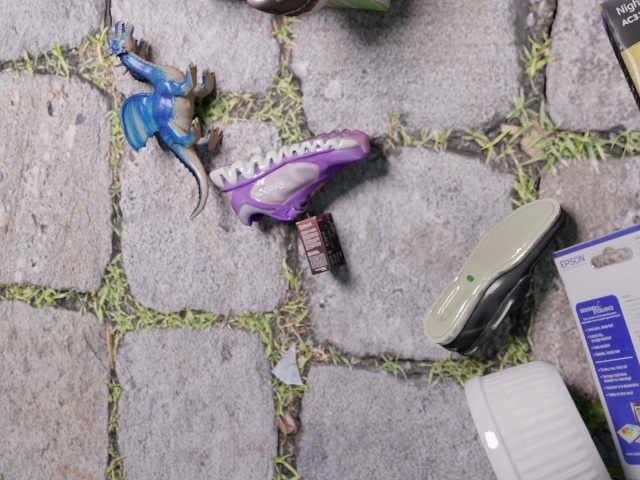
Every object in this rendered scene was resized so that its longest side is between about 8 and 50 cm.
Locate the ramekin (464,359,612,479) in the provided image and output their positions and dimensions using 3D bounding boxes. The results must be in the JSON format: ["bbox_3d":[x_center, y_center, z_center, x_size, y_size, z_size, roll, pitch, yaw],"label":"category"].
[{"bbox_3d":[0.263,0.241,0.853,0.109,0.207,0.207,-27,88,13],"label":"ramekin"}]

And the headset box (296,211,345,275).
[{"bbox_3d":[0.000,0.000,0.989,0.032,0.062,0.083,-18,92,21],"label":"headset box"}]

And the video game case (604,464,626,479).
[{"bbox_3d":[0.435,0.410,0.893,0.210,0.042,0.232,6,99,19],"label":"video game case"}]

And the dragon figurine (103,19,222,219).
[{"bbox_3d":[-0.227,-0.172,1.038,0.144,0.085,0.289,-5,95,21],"label":"dragon figurine"}]

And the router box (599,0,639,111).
[{"bbox_3d":[0.482,-0.199,0.735,0.308,0.081,0.243,-23,69,21],"label":"router box"}]

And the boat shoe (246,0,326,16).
[{"bbox_3d":[0.001,-0.397,0.767,0.116,0.096,0.324,34,118,17],"label":"boat shoe"}]

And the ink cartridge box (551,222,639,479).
[{"bbox_3d":[0.386,0.146,0.805,0.165,0.065,0.333,-28,76,58],"label":"ink cartridge box"}]

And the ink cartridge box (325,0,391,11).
[{"bbox_3d":[-0.079,-0.421,0.931,0.353,0.119,0.207,11,102,19],"label":"ink cartridge box"}]

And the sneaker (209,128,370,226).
[{"bbox_3d":[-0.033,-0.081,0.981,0.236,0.095,0.105,-15,98,27],"label":"sneaker"}]

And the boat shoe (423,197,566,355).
[{"bbox_3d":[0.229,0.047,0.915,0.079,0.084,0.233,31,103,-25],"label":"boat shoe"}]
